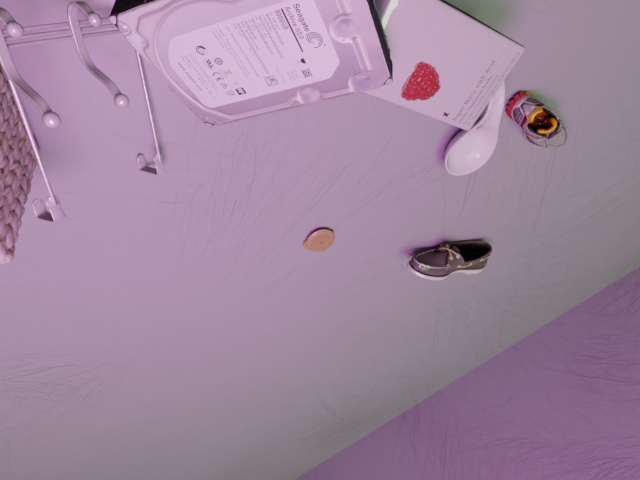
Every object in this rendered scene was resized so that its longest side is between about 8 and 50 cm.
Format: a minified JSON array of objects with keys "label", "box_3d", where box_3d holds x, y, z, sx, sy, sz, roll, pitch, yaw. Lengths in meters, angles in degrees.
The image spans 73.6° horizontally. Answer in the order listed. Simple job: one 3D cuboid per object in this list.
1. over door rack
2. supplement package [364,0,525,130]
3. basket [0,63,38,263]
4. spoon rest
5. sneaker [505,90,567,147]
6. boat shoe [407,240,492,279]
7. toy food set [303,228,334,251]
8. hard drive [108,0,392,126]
[{"label":"over door rack","box_3d":[-0.343,-0.196,0.682,0.239,0.108,0.324,-42,155,-46]},{"label":"supplement package","box_3d":[0.180,-0.351,0.788,0.293,0.175,0.177,8,129,-29]},{"label":"basket","box_3d":[-0.607,-0.132,0.560,0.332,0.328,0.266,-8,136,-16]},{"label":"spoon rest","box_3d":[0.373,-0.267,1.017,0.138,0.084,0.276,-12,134,-12]},{"label":"sneaker","box_3d":[0.554,-0.283,1.072,0.226,0.092,0.088,17,123,-35]},{"label":"boat shoe","box_3d":[0.403,0.052,1.322,0.305,0.109,0.091,-3,132,-28]},{"label":"toy food set","box_3d":[0.000,0.000,1.160,0.083,0.020,0.083,9,127,-30]},{"label":"hard drive","box_3d":[-0.086,-0.288,0.618,0.340,0.064,0.237,-7,153,20]}]
